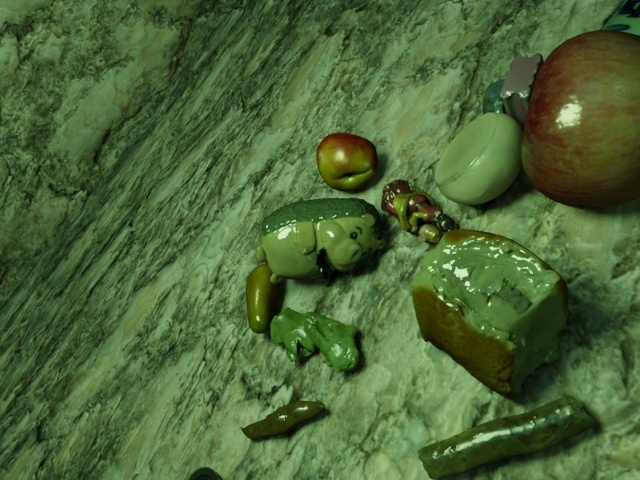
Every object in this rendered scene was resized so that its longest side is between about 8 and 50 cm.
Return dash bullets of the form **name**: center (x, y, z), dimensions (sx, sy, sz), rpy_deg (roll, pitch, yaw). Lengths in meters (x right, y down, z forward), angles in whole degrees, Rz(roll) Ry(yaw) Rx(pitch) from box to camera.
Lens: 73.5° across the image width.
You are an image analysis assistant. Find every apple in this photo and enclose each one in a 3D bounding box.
- **apple**: center (0.561, -0.234, 0.848), dimensions (0.269, 0.345, 0.345), rpy_deg (16, 72, 32)

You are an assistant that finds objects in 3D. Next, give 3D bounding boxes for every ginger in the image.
- **ginger**: center (-0.019, 0.257, 1.118), dimensions (0.289, 0.089, 0.137), rpy_deg (4, 46, 33)

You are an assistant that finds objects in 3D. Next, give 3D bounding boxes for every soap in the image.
- **soap**: center (0.498, -0.328, 1.026), dimensions (0.065, 0.203, 0.122), rpy_deg (13, 72, 41)

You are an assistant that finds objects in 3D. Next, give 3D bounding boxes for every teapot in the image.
- **teapot**: center (0.470, -0.354, 1.129), dimensions (0.111, 0.108, 0.149), rpy_deg (26, 79, 45)

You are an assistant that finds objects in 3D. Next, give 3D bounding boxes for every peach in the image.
- **peach**: center (0.079, -0.248, 1.301), dimensions (0.190, 0.190, 0.192), rpy_deg (-27, 50, 20)

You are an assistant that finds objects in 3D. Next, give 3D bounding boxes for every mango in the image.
- **mango**: center (-0.170, 0.170, 1.248), dimensions (0.099, 0.136, 0.228), rpy_deg (3, 48, -5)

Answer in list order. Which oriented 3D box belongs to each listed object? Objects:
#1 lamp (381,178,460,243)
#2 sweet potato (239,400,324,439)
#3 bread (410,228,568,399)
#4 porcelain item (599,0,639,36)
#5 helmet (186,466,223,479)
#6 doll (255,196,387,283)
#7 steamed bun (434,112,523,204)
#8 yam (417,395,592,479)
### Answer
- **lamp**: center (0.256, -0.063, 1.104), dimensions (0.118, 0.118, 0.253), rpy_deg (-46, 49, 3)
- **sweet potato**: center (-0.101, 0.449, 1.067), dimensions (0.273, 0.067, 0.067), rpy_deg (-28, 49, 22)
- **bread**: center (0.324, 0.126, 0.826), dimensions (0.225, 0.279, 0.250), rpy_deg (-43, 45, -14)
- **porcelain item**: center (0.774, -0.437, 0.928), dimensions (0.286, 0.157, 0.281), rpy_deg (-49, 44, -1)
- **helmet**: center (-0.276, 0.659, 1.034), dimensions (0.153, 0.107, 0.177), rpy_deg (-30, 29, 21)
- **doll**: center (0.000, 0.000, 1.175), dimensions (0.349, 0.247, 0.247), rpy_deg (-17, 52, 8)
- **steamed bun**: center (0.395, -0.183, 1.032), dimensions (0.232, 0.145, 0.232), rpy_deg (-53, 12, 17)
- **yam**: center (0.331, 0.371, 0.794), dimensions (0.317, 0.071, 0.067), rpy_deg (-30, 12, 18)
